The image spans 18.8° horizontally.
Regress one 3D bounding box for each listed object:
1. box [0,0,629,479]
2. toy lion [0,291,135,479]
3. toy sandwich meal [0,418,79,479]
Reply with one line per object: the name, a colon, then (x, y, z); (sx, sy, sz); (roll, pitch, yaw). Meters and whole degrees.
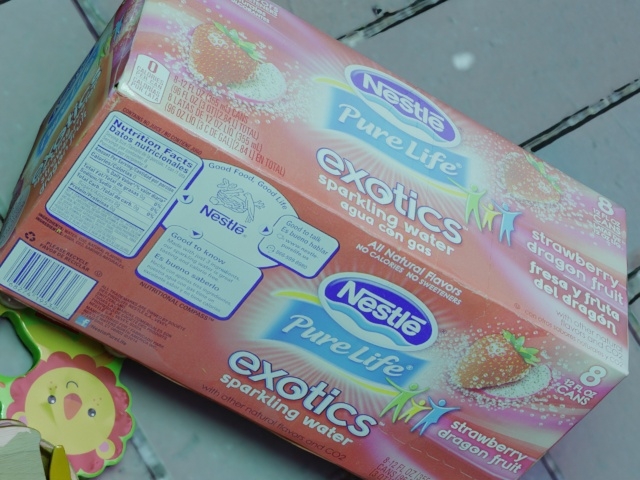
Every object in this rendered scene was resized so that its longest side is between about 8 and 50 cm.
box: (0.000, 0.000, 1.014); (0.300, 0.154, 0.142); (28, 38, -15)
toy lion: (-0.140, 0.074, 1.006); (0.100, 0.034, 0.096); (27, 67, -16)
toy sandwich meal: (-0.154, 0.130, 0.962); (0.085, 0.029, 0.085); (3, 82, -19)
